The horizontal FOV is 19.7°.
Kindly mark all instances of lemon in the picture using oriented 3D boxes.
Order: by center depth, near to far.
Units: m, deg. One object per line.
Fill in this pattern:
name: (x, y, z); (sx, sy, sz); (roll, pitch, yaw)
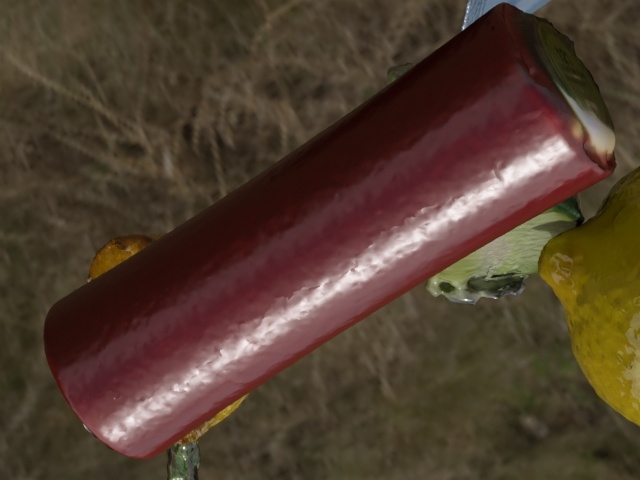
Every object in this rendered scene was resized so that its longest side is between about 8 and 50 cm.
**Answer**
lemon: (0.249, 0.034, 1.110); (0.244, 0.187, 0.187); (9, 127, -4)

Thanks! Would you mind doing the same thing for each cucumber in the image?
cucumber: (0.102, -0.048, 1.152); (0.105, 0.145, 0.325); (-15, 172, 1)

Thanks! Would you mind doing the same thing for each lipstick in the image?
lipstick: (0.000, 0.000, 0.725); (0.241, 0.080, 0.080); (-33, 137, 21)

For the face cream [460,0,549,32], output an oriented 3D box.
face cream: (0.236, -0.284, 1.606); (0.385, 0.086, 0.135); (-37, 147, -40)

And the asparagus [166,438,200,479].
asparagus: (-0.100, 0.162, 1.331); (0.036, 0.030, 0.165); (-30, 125, -62)

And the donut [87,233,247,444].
donut: (-0.074, 0.043, 0.914); (0.043, 0.097, 0.108); (-17, 122, -39)
